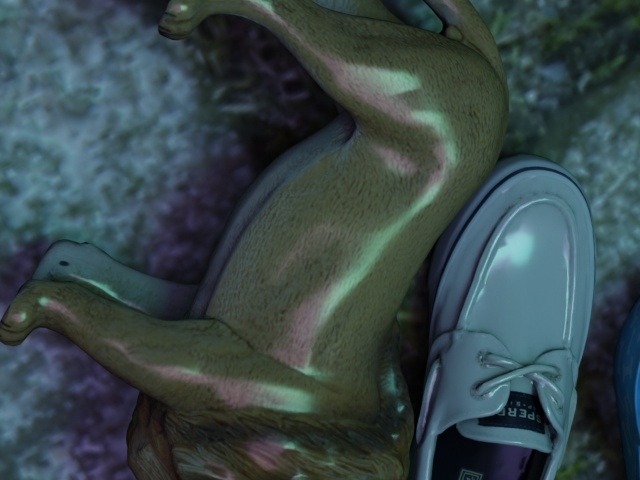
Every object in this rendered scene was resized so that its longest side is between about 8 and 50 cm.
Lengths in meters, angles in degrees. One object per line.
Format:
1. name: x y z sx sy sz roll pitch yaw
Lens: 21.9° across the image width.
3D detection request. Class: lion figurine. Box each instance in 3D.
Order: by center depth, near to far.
1. lion figurine: 0.000 0.000 0.824 0.240 0.142 0.392 27 98 -5

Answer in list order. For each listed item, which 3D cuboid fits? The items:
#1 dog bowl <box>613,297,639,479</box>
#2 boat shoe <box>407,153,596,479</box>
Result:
1. dog bowl: 0.252 0.139 0.940 0.166 0.074 0.297 -12 102 -9
2. boat shoe: 0.094 0.088 0.890 0.096 0.088 0.267 17 96 -13
